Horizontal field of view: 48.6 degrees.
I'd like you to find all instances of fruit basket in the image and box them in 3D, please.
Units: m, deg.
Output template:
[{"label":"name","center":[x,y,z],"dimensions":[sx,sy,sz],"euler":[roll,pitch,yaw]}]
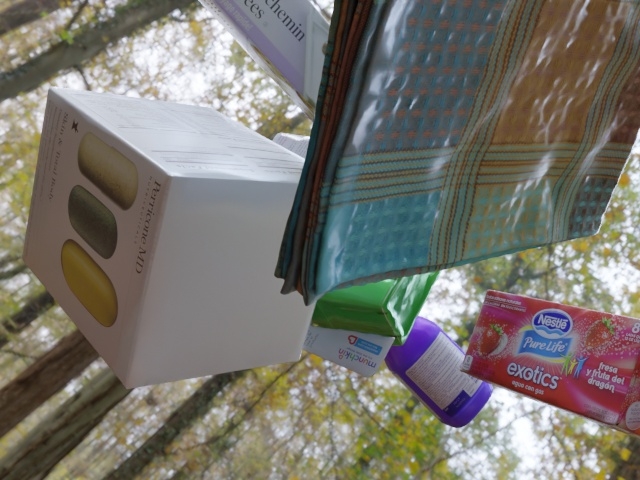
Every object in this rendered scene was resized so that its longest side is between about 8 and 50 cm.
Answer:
[{"label":"fruit basket","center":[0.000,0.000,0.991],"dimensions":[0.353,0.327,0.165],"euler":[12,-29,37]}]

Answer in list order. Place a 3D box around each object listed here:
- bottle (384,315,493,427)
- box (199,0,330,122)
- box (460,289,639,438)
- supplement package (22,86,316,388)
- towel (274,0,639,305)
[{"label":"bottle","center":[0.174,0.200,1.254],"dimensions":[0.283,0.118,0.092],"euler":[45,-15,-5]},{"label":"box","center":[-0.020,-0.170,0.637],"dimensions":[0.324,0.063,0.067],"euler":[44,-3,-28]},{"label":"box","center":[0.314,0.151,0.875],"dimensions":[0.128,0.122,0.257],"euler":[25,-8,-28]},{"label":"supplement package","center":[-0.147,-0.016,0.716],"dimensions":[0.263,0.198,0.199],"euler":[33,-66,42]},{"label":"towel","center":[0.149,-0.097,0.544],"dimensions":[0.040,0.370,0.271],"euler":[41,-52,42]}]
